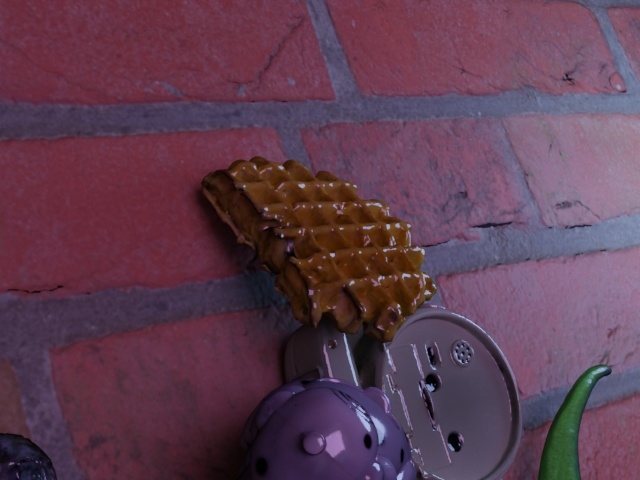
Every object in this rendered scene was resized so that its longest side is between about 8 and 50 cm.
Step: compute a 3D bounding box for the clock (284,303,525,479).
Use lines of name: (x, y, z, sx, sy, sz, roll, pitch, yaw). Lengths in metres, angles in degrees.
clock: (0.125, 0.198, 1.098, 0.324, 0.108, 0.265, -7, 72, -36)

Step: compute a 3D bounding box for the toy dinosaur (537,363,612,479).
toy dinosaur: (0.354, 0.431, 1.126, 0.500, 0.144, 0.374, -41, 99, -35)

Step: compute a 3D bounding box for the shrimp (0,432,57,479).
shrimp: (-0.252, 0.325, 0.739, 0.137, 0.172, 0.372, -15, 61, -18)

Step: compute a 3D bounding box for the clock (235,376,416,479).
clock: (-0.003, 0.206, 0.842, 0.189, 0.254, 0.189, -1, 78, 6)

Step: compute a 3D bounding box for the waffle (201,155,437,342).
waffle: (0.001, -0.001, 1.063, 0.309, 0.065, 0.283, 22, 32, -4)
